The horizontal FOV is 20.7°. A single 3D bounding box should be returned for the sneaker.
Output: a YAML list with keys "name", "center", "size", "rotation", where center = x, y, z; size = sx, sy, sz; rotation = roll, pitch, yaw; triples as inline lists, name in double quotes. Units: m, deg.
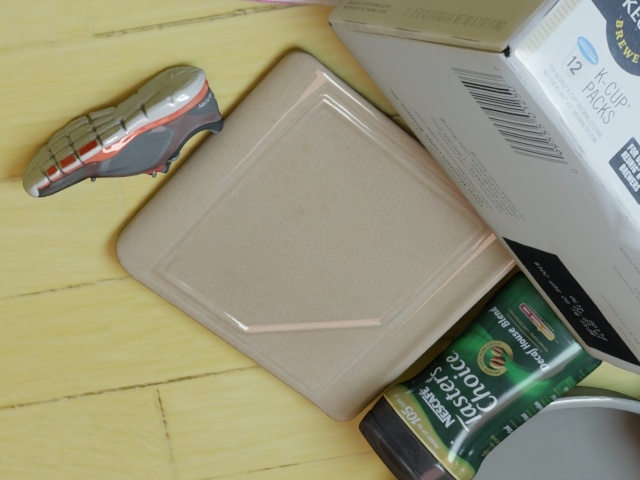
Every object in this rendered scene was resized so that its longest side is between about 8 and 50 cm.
- name: "sneaker"
  center: [-0.139, -0.063, 1.267]
  size: [0.158, 0.061, 0.065]
  rotation: [-27, 124, 9]

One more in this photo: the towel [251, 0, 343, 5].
- name: "towel"
  center: [-0.008, -0.257, 1.194]
  size: [0.144, 0.029, 0.197]
  rotation: [1, 116, -7]

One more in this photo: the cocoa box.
- name: "cocoa box"
  center: [0.225, -0.089, 1.157]
  size: [0.228, 0.231, 0.347]
  rotation: [-46, 117, -12]

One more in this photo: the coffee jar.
- name: "coffee jar"
  center: [0.122, 0.116, 1.349]
  size: [0.184, 0.079, 0.096]
  rotation: [-43, 74, 2]

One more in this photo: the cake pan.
- name: "cake pan"
  center: [0.202, 0.241, 1.471]
  size: [0.293, 0.054, 0.293]
  rotation: [-3, 119, -5]

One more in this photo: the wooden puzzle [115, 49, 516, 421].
- name: "wooden puzzle"
  center: [0.000, 0.000, 1.328]
  size: [0.238, 0.044, 0.221]
  rotation: [39, 109, -18]
